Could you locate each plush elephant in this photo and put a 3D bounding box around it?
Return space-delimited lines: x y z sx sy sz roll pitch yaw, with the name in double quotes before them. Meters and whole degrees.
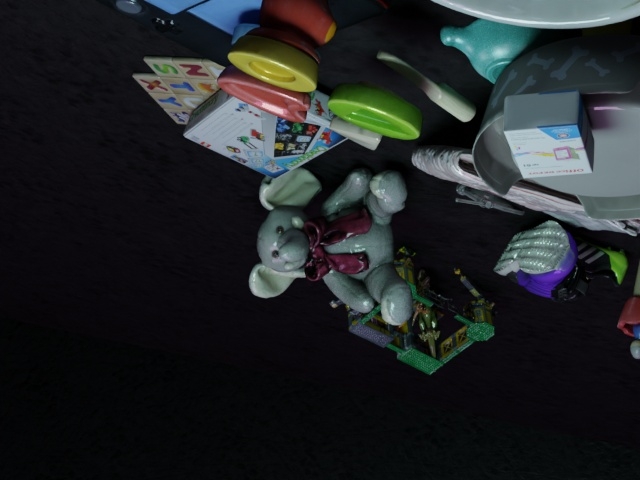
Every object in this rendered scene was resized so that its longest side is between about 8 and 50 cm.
"plush elephant" 0.000 0.000 2.279 0.255 0.272 0.330 -5 -169 -15

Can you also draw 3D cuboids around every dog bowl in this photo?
"dog bowl" 0.373 -0.144 1.623 0.349 0.102 0.349 5 155 2

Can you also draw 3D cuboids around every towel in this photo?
"towel" 0.314 -0.082 1.960 0.317 0.053 0.332 19 -178 -8

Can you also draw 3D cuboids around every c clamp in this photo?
"c clamp" 0.278 -0.073 2.132 0.137 0.022 0.160 14 -170 -10

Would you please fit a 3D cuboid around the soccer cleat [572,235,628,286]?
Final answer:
"soccer cleat" 0.474 0.034 2.286 0.179 0.072 0.060 15 161 3

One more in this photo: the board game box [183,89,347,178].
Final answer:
"board game box" -0.089 -0.195 2.102 0.193 0.053 0.305 24 159 -20

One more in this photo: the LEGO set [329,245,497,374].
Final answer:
"LEGO set" 0.202 0.120 2.677 0.331 0.192 0.255 21 131 -22

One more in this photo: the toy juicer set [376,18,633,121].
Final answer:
"toy juicer set" 0.265 -0.239 1.674 0.329 0.089 0.209 -4 154 22

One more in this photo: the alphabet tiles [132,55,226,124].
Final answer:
"alphabet tiles" -0.139 -0.233 2.137 0.342 0.011 0.285 6 158 26

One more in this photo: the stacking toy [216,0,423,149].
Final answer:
"stacking toy" 0.009 -0.242 1.718 0.279 0.130 0.309 21 174 -12

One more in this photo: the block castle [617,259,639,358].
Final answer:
"block castle" 0.759 0.133 2.122 0.453 0.213 0.303 15 161 2

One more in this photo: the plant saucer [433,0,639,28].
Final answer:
"plant saucer" 0.214 -0.372 1.333 0.400 0.100 0.400 15 160 5

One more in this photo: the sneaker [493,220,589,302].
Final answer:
"sneaker" 0.416 0.049 2.184 0.146 0.102 0.293 34 175 -6

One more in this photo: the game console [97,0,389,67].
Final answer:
"game console" -0.145 -0.355 1.734 0.342 0.060 0.386 29 157 -32

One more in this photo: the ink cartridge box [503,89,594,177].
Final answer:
"ink cartridge box" 0.276 -0.126 1.501 0.088 0.052 0.122 -3 156 20
